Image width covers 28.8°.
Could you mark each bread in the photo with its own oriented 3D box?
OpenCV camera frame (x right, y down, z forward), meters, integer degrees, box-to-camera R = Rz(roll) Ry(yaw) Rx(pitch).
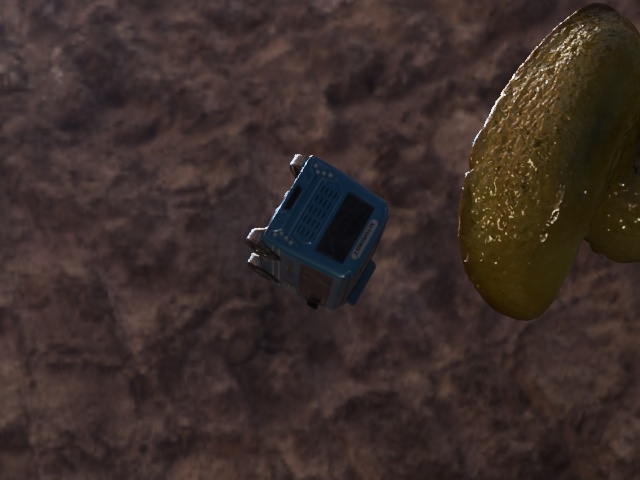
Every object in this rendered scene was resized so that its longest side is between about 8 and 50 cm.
[{"bbox_3d":[0.163,-0.032,0.704,0.149,0.187,0.065,34,174,-20],"label":"bread"}]

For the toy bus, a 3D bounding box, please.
[{"bbox_3d":[0.000,0.000,0.475,0.046,0.083,0.038,29,-102,4],"label":"toy bus"}]
